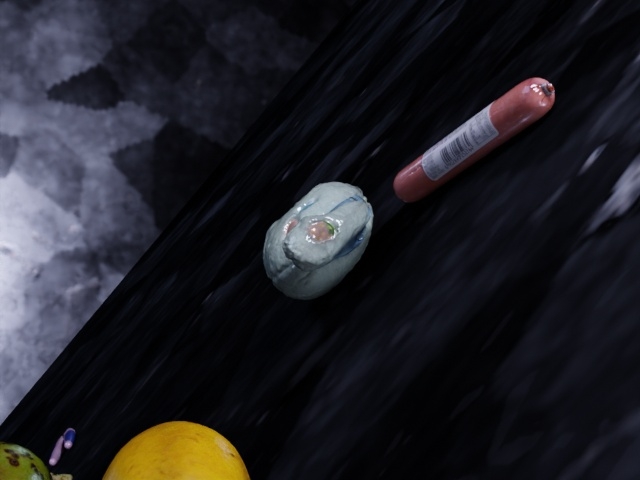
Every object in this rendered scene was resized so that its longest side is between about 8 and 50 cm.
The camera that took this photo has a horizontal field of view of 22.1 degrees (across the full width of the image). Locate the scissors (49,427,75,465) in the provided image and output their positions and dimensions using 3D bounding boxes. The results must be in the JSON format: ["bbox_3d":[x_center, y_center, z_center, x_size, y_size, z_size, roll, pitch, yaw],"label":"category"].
[{"bbox_3d":[-0.320,0.253,2.043,0.039,0.012,0.113,-48,8,2],"label":"scissors"}]

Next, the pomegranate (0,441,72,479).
[{"bbox_3d":[-0.305,0.256,1.530,0.159,0.159,0.205,-46,-16,21],"label":"pomegranate"}]

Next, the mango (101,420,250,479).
[{"bbox_3d":[-0.088,0.170,0.929,0.115,0.090,0.178,-57,9,17],"label":"mango"}]

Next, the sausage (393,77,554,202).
[{"bbox_3d":[0.109,-0.071,1.203,0.029,0.029,0.223,-54,9,-30],"label":"sausage"}]

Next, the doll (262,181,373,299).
[{"bbox_3d":[0.000,0.000,1.320,0.103,0.071,0.214,-41,1,0],"label":"doll"}]
